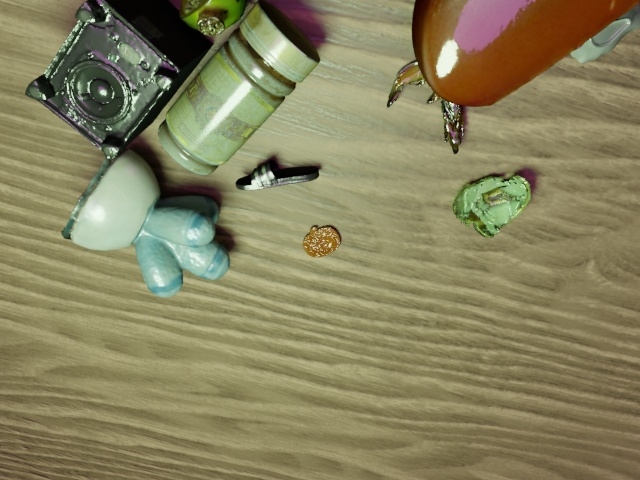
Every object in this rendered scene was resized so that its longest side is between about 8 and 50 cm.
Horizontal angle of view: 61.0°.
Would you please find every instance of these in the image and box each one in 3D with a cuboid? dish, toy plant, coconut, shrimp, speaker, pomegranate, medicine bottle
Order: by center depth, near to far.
[{"bbox_3d":[-0.186,-0.433,0.965,0.143,0.122,0.169,-28,78,25],"label":"pomegranate"},{"bbox_3d":[0.515,-0.377,0.971,0.137,0.039,0.091,-24,114,20],"label":"dish"},{"bbox_3d":[-0.356,-0.309,0.983,0.184,0.254,0.232,40,116,-17],"label":"speaker"},{"bbox_3d":[-0.162,-0.279,1.035,0.151,0.151,0.322,41,115,-16],"label":"medicine bottle"},{"bbox_3d":[0.207,-0.258,1.071,0.147,0.035,0.195,-10,110,8],"label":"shrimp"},{"bbox_3d":[0.357,-0.075,1.147,0.157,0.055,0.133,-3,120,10],"label":"coconut"},{"bbox_3d":[-0.340,-0.021,1.167,0.332,0.247,0.247,32,118,-16],"label":"toy plant"}]

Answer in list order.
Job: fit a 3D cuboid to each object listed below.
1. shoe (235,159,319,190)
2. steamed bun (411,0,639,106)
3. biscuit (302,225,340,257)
[{"bbox_3d":[-0.094,-0.149,1.150,0.179,0.071,0.049,-7,118,3],"label":"shoe"},{"bbox_3d":[0.306,-0.407,0.865,0.379,0.235,0.248,-34,111,20],"label":"steamed bun"},{"bbox_3d":[0.000,0.000,1.251,0.091,0.015,0.078,-23,112,17],"label":"biscuit"}]
